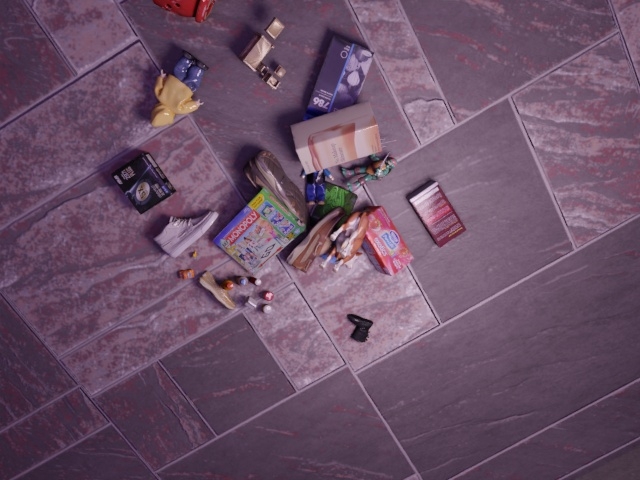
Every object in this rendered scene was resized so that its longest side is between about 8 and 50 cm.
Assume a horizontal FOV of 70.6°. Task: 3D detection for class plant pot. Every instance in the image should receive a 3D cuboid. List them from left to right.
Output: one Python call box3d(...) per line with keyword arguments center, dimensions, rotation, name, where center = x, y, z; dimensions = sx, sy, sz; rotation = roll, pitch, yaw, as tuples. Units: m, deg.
box3d(center=(-0.437, -0.831, 1.489), dimensions=(0.174, 0.191, 0.191), rotation=(25, 101, -18), name="plant pot")

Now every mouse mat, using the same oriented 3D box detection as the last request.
box3d(center=(0.046, -0.121, 1.776), dimensions=(0.152, 0.007, 0.190), rotation=(24, 99, 7), name="mouse mat")

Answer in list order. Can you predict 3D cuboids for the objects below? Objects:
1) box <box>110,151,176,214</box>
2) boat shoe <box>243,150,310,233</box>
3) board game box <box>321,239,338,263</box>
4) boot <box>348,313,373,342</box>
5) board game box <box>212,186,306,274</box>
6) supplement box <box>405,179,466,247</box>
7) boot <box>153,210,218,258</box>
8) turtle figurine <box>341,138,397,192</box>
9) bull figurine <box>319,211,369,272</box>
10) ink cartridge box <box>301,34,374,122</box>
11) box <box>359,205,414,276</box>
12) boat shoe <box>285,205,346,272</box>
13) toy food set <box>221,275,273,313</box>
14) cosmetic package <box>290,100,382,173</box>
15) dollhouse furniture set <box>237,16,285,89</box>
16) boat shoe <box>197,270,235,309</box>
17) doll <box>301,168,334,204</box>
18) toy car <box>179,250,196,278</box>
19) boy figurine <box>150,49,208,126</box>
box3d(center=(-0.656, -0.214, 1.685), dimensions=(0.147, 0.077, 0.180), rotation=(-31, 105, 5), name="box")
box3d(center=(-0.164, -0.172, 1.725), dimensions=(0.130, 0.132, 0.356), rotation=(-22, 111, 28), name="boat shoe")
box3d(center=(0.064, 0.008, 1.821), dimensions=(0.133, 0.033, 0.169), rotation=(-6, 99, 1), name="board game box")
box3d(center=(0.158, 0.374, 1.918), dimensions=(0.121, 0.045, 0.099), rotation=(21, 105, -10), name="boot")
box3d(center=(-0.237, -0.029, 1.721), dimensions=(0.213, 0.046, 0.317), rotation=(42, 121, -13), name="board game box")
box3d(center=(0.460, -0.106, 1.799), dimensions=(0.130, 0.073, 0.239), rotation=(-34, 103, 5), name="supplement box")
box3d(center=(-0.521, -0.052, 1.727), dimensions=(0.258, 0.095, 0.123), rotation=(-41, 111, 7), name="boot")
box3d(center=(0.203, -0.275, 1.703), dimensions=(0.234, 0.175, 0.118), rotation=(-26, 129, 12), name="turtle figurine")
box3d(center=(0.093, 0.021, 1.658), dimensions=(0.101, 0.188, 0.310), rotation=(32, 143, 16), name="bull figurine")
box3d(center=(0.060, -0.555, 1.660), dimensions=(0.165, 0.065, 0.333), rotation=(18, 103, -9), name="ink cartridge box")
box3d(center=(0.234, -0.001, 1.769), dimensions=(0.122, 0.128, 0.257), rotation=(-37, 104, -13), name="box")
box3d(center=(0.000, 0.000, 1.747), dimensions=(0.116, 0.123, 0.324), rotation=(41, 118, -3), name="boat shoe")
box3d(center=(-0.270, 0.207, 1.792), dimensions=(0.232, 0.104, 0.111), rotation=(38, 76, -15), name="toy food set")
box3d(center=(0.058, -0.368, 1.629), dimensions=(0.296, 0.129, 0.153), rotation=(-17, 150, 7), name="cosmetic package")
box3d(center=(-0.174, -0.668, 1.615), dimensions=(0.161, 0.101, 0.182), rotation=(35, 100, -37), name="dollhouse furniture set")
box3d(center=(-0.404, 0.199, 1.821), dimensions=(0.072, 0.068, 0.190), rotation=(-46, 105, -8), name="boat shoe")
box3d(center=(-0.011, -0.235, 1.744), dimensions=(0.128, 0.046, 0.189), rotation=(0, 98, 5), name="doll")
box3d(center=(-0.530, 0.101, 1.795), dimensions=(0.060, 0.040, 0.122), rotation=(10, 104, -7), name="toy car")
box3d(center=(-0.506, -0.520, 1.611), dimensions=(0.177, 0.092, 0.285), rotation=(31, 101, -11), name="boy figurine")
